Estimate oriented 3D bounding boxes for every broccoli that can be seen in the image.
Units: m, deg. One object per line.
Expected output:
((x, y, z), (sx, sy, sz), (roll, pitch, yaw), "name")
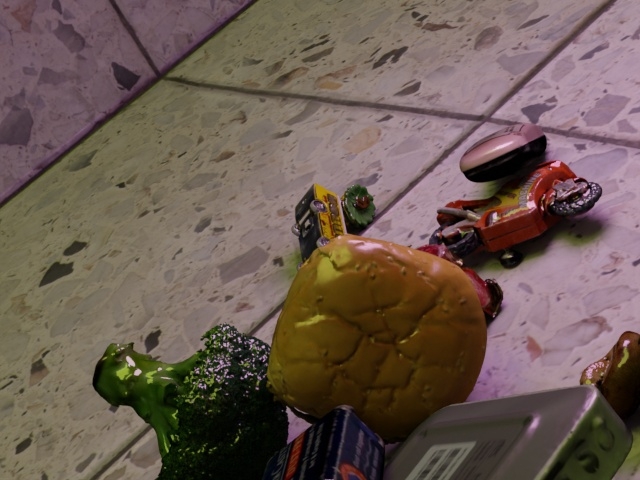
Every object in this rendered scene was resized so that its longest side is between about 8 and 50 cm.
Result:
((-0.181, 0.252, 1.989), (0.297, 0.298, 0.297), (23, 53, 19), "broccoli")

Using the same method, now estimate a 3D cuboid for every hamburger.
((0.082, 0.145, 1.880), (0.318, 0.319, 0.158), (-34, 6, -5), "hamburger")

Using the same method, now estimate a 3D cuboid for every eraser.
((-0.009, 0.328, 1.623), (0.155, 0.101, 0.332), (-40, 9, 17), "eraser")

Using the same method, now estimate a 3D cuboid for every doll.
((0.051, -0.044, 2.493), (0.078, 0.077, 0.113), (-25, -13, -44), "doll")

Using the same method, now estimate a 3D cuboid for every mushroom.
((0.383, 0.173, 1.743), (0.127, 0.087, 0.127), (-61, -6, -12), "mushroom")

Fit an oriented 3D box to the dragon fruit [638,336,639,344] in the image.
((0.502, 0.143, 1.608), (0.198, 0.218, 0.273), (-62, 24, 23), "dragon fruit")

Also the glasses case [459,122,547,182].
((0.309, -0.148, 2.264), (0.122, 0.075, 0.314), (-25, 1, 18), "glasses case")

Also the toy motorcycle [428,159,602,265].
((0.316, -0.045, 2.184), (0.298, 0.089, 0.171), (-20, 29, 22), "toy motorcycle")

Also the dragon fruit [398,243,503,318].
((0.132, 0.096, 2.079), (0.282, 0.147, 0.211), (-20, 30, 16), "dragon fruit")

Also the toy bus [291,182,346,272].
((0.000, 0.000, 2.377), (0.081, 0.074, 0.226), (-50, 31, 28), "toy bus")

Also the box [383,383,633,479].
((0.143, 0.343, 1.591), (0.396, 0.111, 0.396), (-48, 11, -27), "box")
